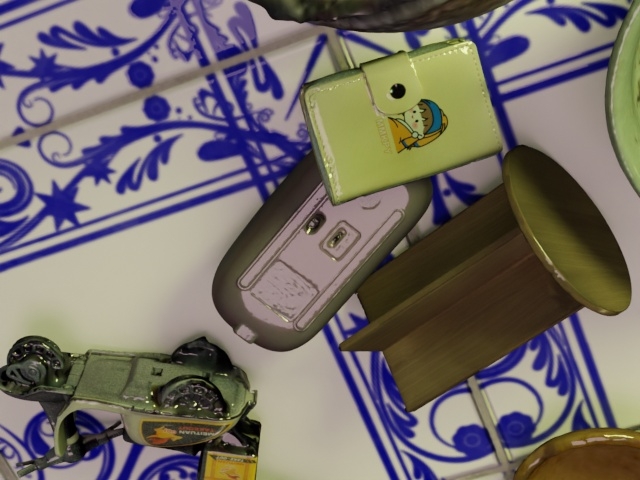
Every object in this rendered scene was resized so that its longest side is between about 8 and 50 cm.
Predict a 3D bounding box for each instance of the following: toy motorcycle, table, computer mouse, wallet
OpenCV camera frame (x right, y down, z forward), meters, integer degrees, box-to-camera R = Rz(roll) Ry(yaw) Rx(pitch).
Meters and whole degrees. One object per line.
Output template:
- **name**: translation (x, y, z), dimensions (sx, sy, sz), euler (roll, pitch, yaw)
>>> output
- **toy motorcycle**: translation (-0.188, 0.167, 1.239), dimensions (0.263, 0.091, 0.157), euler (7, 123, -2)
- **table**: translation (0.134, 0.045, 1.125), dimensions (0.226, 0.167, 0.167), euler (-36, 110, 30)
- **computer mouse**: translation (0.000, -0.001, 1.151), dimensions (0.120, 0.057, 0.232), euler (36, 106, -12)
- **wallet**: translation (0.067, -0.104, 1.077), dimensions (0.155, 0.039, 0.110), euler (-17, 100, -7)

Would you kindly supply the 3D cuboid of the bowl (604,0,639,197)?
- **bowl**: translation (0.365, -0.141, 1.002), dimensions (0.289, 0.146, 0.289), euler (2, 117, 5)

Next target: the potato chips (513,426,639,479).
- **potato chips**: translation (0.294, 0.247, 1.260), dimensions (0.208, 0.062, 0.195), euler (-3, 123, 4)

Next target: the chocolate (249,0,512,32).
- **chocolate**: translation (0.070, -0.283, 0.910), dimensions (0.303, 0.213, 0.303), euler (-2, 85, 30)
